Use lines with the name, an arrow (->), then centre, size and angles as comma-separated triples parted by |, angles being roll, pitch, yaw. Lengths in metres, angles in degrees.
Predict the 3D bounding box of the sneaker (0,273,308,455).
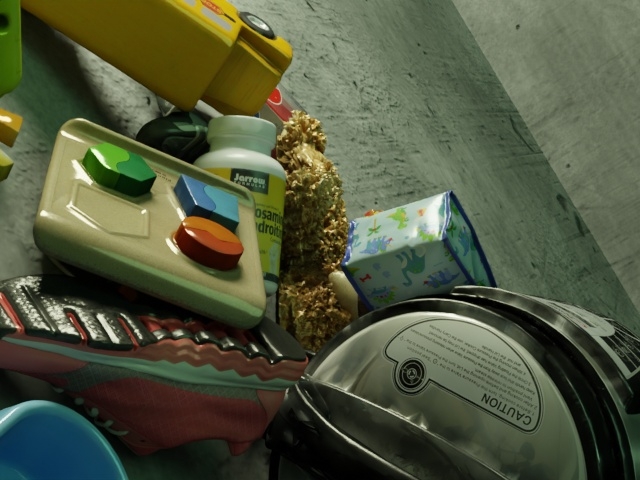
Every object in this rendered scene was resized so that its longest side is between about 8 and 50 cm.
sneaker -> -0.162, 0.123, 1.003 | 0.313, 0.136, 0.116 | 13, 18, -29

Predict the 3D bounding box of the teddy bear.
teddy bear -> 0.000, 0.000, 1.396 | 0.338, 0.113, 0.245 | -96, -174, -59

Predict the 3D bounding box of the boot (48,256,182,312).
boot -> -0.148, 0.034, 1.173 | 0.244, 0.088, 0.176 | 50, 23, -8

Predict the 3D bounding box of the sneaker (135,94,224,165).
sneaker -> -0.169, -0.136, 1.363 | 0.132, 0.086, 0.228 | 56, 15, 16

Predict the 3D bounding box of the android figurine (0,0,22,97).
android figurine -> -0.309, -0.187, 0.952 | 0.056, 0.273, 0.248 | -11, 29, -35

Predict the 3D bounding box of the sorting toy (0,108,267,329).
sorting toy -> -0.189, -0.045, 1.070 | 0.307, 0.041, 0.229 | 23, 26, -17

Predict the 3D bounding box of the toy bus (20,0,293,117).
toy bus -> -0.193, -0.247, 1.287 | 0.332, 0.108, 0.130 | 33, 22, -13

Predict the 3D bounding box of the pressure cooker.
pressure cooker -> 0.160, 0.242, 1.158 | 0.420, 0.369, 0.376 | 17, 55, -55

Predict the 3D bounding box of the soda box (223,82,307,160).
soda box -> -0.130, -0.208, 1.505 | 0.263, 0.083, 0.092 | 45, 26, -24

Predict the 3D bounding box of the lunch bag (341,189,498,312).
lunch bag -> 0.112, 0.039, 1.281 | 0.151, 0.128, 0.096 | 55, 32, -36

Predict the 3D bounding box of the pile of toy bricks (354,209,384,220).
pile of toy bricks -> 0.137, 0.031, 1.696 | 0.118, 0.105, 0.212 | 27, 37, -49

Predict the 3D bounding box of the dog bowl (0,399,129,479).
dog bowl -> -0.227, 0.213, 0.810 | 0.166, 0.074, 0.297 | 55, 23, -5

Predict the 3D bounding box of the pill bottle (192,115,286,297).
pill bottle -> -0.090, -0.034, 1.261 | 0.103, 0.103, 0.184 | 18, 72, -55
